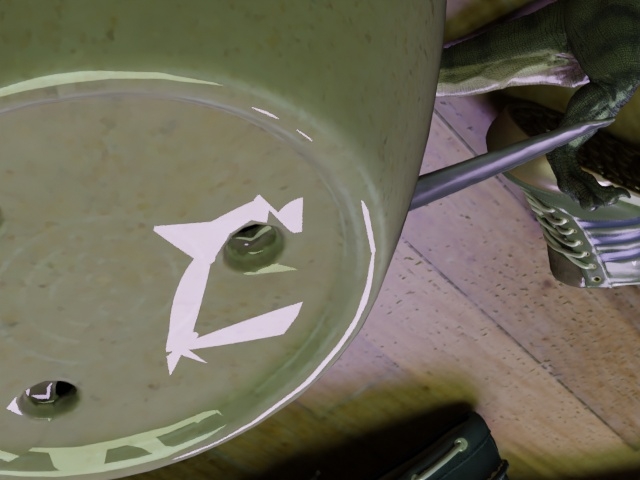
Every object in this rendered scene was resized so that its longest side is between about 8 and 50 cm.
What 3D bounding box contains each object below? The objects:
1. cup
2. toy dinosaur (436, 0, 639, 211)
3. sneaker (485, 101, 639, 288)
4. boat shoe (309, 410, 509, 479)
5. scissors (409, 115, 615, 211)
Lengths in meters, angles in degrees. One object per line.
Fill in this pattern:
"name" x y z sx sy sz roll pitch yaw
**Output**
"cup" -0.091 -0.062 0.430 0.331 0.237 0.331 -12 138 -11
"toy dinosaur" 0.143 -0.081 0.614 0.268 0.118 0.064 -20 178 3
"sneaker" 0.150 -0.009 0.710 0.192 0.064 0.086 13 123 -36
"boat shoe" 0.005 0.191 0.839 0.254 0.079 0.095 -24 179 -4
"scissors" 0.000 0.000 0.633 0.297 0.021 0.109 -10 133 15
